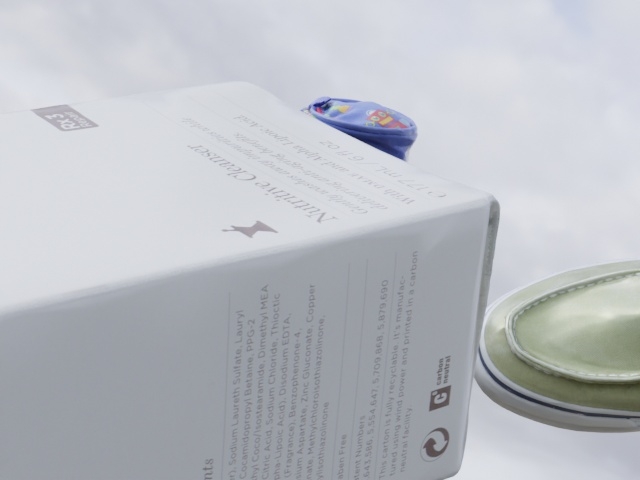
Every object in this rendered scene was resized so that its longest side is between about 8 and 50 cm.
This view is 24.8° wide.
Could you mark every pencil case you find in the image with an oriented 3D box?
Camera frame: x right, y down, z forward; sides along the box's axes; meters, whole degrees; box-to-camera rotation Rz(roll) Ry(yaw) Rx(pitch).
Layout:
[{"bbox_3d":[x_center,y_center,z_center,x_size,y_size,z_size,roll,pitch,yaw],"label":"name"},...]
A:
[{"bbox_3d":[0.000,0.000,1.506,0.133,0.306,0.119,18,16,4],"label":"pencil case"}]

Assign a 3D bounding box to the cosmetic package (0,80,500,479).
[{"bbox_3d":[-0.137,0.047,0.647,0.385,0.156,0.217,-12,27,-37],"label":"cosmetic package"}]

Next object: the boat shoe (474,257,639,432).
[{"bbox_3d":[0.238,0.046,0.856,0.302,0.109,0.094,-5,-27,5],"label":"boat shoe"}]
